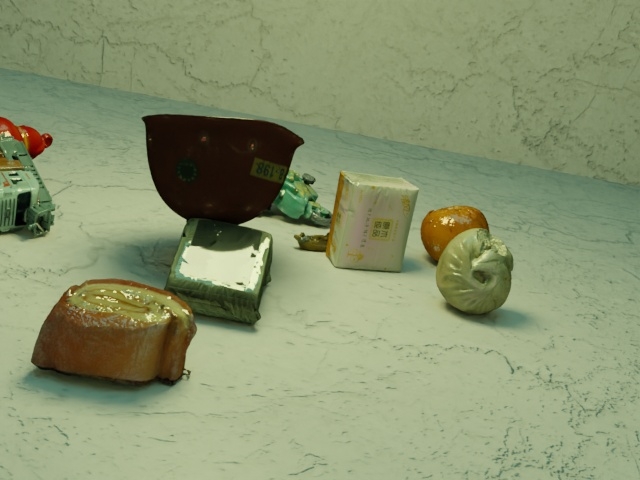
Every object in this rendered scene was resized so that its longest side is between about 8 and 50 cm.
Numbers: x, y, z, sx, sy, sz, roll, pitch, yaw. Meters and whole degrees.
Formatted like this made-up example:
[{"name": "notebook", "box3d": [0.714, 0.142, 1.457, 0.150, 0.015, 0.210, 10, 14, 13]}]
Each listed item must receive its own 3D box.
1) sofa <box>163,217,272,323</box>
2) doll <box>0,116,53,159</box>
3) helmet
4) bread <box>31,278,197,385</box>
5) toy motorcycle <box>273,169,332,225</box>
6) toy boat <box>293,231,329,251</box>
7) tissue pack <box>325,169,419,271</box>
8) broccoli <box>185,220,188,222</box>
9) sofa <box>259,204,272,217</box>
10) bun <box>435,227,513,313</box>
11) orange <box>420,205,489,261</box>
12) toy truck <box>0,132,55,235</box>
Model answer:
[{"name": "sofa", "box3d": [-0.210, 0.087, 1.589, 0.210, 0.176, 0.225, 10, 47, -3]}, {"name": "doll", "box3d": [-0.867, -0.234, 2.000, 0.160, 0.183, 0.363, 45, 41, 21]}, {"name": "helmet", "box3d": [-0.218, -0.143, 1.689, 0.337, 0.230, 0.385, 5, -2, 27]}, {"name": "bread", "box3d": [-0.326, 0.150, 1.266, 0.244, 0.123, 0.190, 12, 17, -1]}, {"name": "toy motorcycle", "box3d": [-0.097, -0.139, 2.240, 0.198, 0.109, 0.296, 10, 30, -40]}, {"name": "toy boat", "box3d": [0.000, 0.000, 2.004, 0.149, 0.049, 0.047, 2, 21, -24]}, {"name": "tissue pack", "box3d": [0.126, -0.047, 1.936, 0.184, 0.225, 0.124, 4, 18, -20]}, {"name": "broccoli", "box3d": [-0.255, -0.043, 1.863, 0.145, 0.138, 0.162, -12, -9, -16]}, {"name": "sofa", "box3d": [-0.209, -0.111, 2.228, 0.085, 0.060, 0.147, 19, 12, -32]}, {"name": "bun", "box3d": [0.363, 0.074, 1.754, 0.178, 0.193, 0.128, 17, 13, -7]}, {"name": "orange", "box3d": [0.367, -0.012, 2.074, 0.193, 0.161, 0.193, -1, 16, 0]}, {"name": "toy truck", "box3d": [-0.741, -0.136, 1.788, 0.184, 0.133, 0.338, -10, 40, -39]}]
